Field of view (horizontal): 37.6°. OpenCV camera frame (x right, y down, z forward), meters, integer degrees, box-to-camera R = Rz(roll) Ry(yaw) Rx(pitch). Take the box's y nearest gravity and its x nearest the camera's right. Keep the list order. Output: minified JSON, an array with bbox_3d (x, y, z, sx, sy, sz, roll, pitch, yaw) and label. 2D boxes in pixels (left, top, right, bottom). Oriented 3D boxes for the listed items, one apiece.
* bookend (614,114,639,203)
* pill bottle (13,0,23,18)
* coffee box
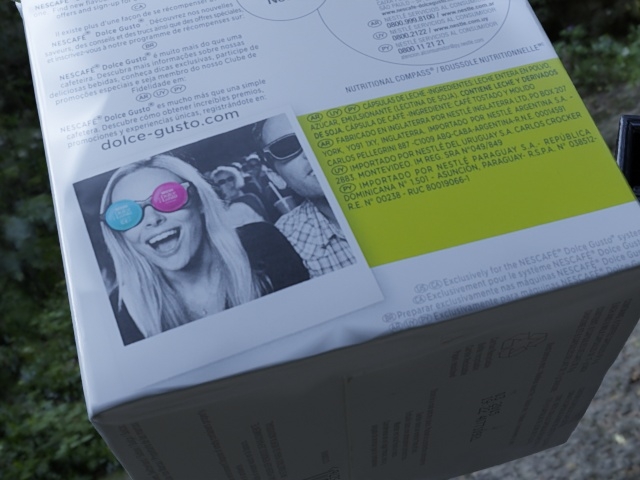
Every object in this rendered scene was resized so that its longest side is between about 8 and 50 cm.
[{"bbox_3d":[0.298,-0.012,0.711,0.156,0.157,0.072,8,-39,16],"label":"bookend"},{"bbox_3d":[-0.260,-0.279,0.842,0.103,0.103,0.184,-26,-30,-14],"label":"pill bottle"},{"bbox_3d":[0.000,0.000,0.726,0.338,0.334,0.337,-15,-30,-7],"label":"coffee box"}]
